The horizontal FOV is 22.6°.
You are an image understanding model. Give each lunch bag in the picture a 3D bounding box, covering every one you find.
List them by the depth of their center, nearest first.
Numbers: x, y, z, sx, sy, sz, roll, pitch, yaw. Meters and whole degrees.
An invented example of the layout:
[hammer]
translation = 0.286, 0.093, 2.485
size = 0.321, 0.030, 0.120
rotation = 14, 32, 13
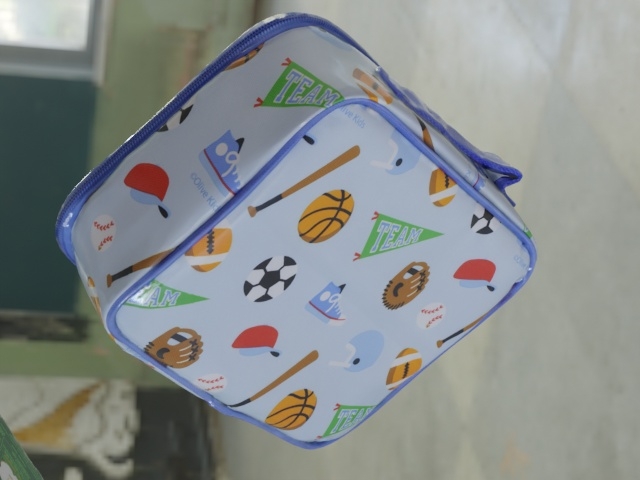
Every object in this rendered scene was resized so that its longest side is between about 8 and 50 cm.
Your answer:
[lunch bag]
translation = 0.000, 0.000, 1.024
size = 0.243, 0.303, 0.115
rotation = -43, 53, 8

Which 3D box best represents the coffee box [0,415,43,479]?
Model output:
[coffee box]
translation = -0.271, 0.227, 1.292
size = 0.184, 0.040, 0.113
rotation = -91, -23, -60
